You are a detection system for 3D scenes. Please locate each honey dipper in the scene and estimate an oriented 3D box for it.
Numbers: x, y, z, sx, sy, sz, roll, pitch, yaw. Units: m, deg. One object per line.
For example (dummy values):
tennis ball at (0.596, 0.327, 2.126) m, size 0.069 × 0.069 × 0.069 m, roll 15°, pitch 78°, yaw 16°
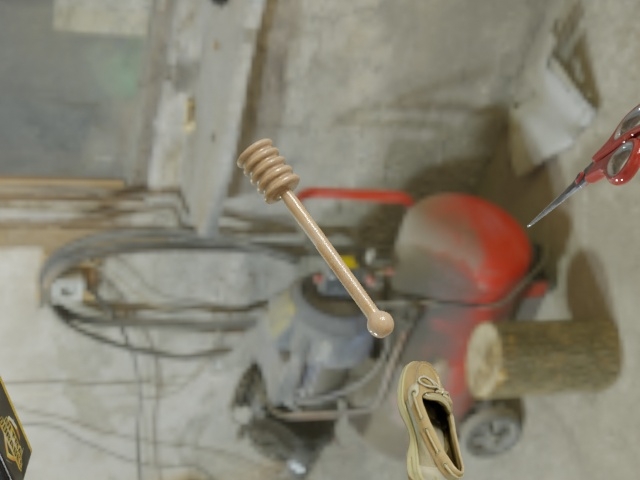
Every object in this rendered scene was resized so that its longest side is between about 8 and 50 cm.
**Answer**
honey dipper at (0.000, 0.000, 0.912) m, size 0.161 × 0.030 × 0.030 m, roll 53°, pitch 148°, yaw 13°

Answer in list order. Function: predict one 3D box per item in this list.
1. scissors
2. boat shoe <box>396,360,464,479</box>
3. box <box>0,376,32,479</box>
scissors at (0.318, -0.086, 1.551) m, size 0.109 × 0.021 × 0.297 m, roll -66°, pitch 7°, yaw -16°
boat shoe at (0.105, 0.167, 1.228) m, size 0.048 × 0.056 × 0.153 m, roll -40°, pitch 28°, yaw 30°
box at (-0.448, 0.126, 1.263) m, size 0.079 × 0.257 × 0.322 m, roll -88°, pitch -14°, yaw -59°
